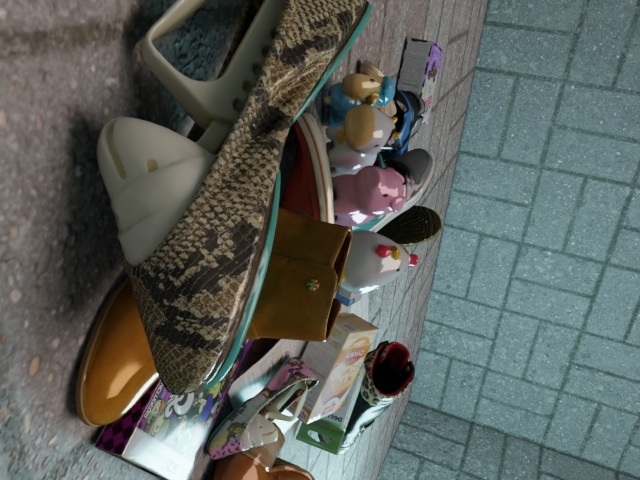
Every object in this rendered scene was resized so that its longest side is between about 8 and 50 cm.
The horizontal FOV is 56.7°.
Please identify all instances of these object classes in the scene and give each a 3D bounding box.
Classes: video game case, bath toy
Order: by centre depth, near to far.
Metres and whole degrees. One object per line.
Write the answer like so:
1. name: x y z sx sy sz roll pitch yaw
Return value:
1. video game case: -0.168 0.178 0.753 0.210 0.041 0.232 78 32 -58
2. bath toy: 0.079 -0.089 0.945 0.151 0.129 0.348 92 -6 -73

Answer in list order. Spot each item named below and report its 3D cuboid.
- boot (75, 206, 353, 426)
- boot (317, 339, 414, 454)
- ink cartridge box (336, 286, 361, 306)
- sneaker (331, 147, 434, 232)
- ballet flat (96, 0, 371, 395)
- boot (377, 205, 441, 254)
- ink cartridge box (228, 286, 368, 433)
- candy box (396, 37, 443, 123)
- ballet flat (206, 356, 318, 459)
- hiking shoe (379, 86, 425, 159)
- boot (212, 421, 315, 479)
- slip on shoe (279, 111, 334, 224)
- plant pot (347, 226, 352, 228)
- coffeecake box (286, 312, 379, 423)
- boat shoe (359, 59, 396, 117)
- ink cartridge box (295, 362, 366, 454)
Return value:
1. boot: -0.095 0.079 0.616 0.104 0.211 0.295 76 34 -55
2. boot: 0.152 0.372 1.600 0.377 0.138 0.284 -41 167 -50
3. ink cartridge box: 0.061 0.073 1.078 0.048 0.028 0.083 -21 132 -52
4. sneaker: 0.120 -0.134 1.186 0.295 0.124 0.178 -42 150 -22
5. ballet flat: -0.098 -0.113 0.556 0.182 0.164 0.483 34 66 -31
6. boot: 0.182 0.007 1.421 0.269 0.236 0.089 43 40 -67
7. ink cartridge box: -0.047 0.206 1.142 0.385 0.091 0.308 -42 147 -31
8. candy box: 0.248 -0.400 1.515 0.165 0.070 0.196 -26 128 -68
9. ballet flat: -0.082 0.276 0.955 0.221 0.079 0.077 -40 144 -38
10. hiking shoe: 0.146 -0.197 1.350 0.132 0.113 0.304 1 99 -55
11. boot: -0.111 0.462 1.008 0.220 0.109 0.283 -54 144 -37
12. slip on shoe: -0.031 -0.030 0.913 0.123 0.101 0.331 -103 -167 -83
13. plant pot: 0.000 0.000 1.035 0.109 0.096 0.109 82 28 -51
14. coffeecake box: 0.019 0.234 1.109 0.142 0.068 0.185 9 108 -63
15. boat shoe: 0.108 -0.289 1.193 0.059 0.063 0.170 -45 148 -4
16. ink cartridge box: 0.021 0.372 1.379 0.062 0.109 0.209 72 37 -59
